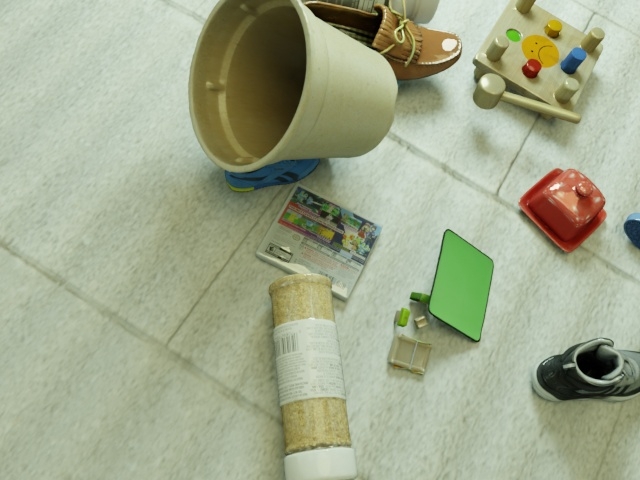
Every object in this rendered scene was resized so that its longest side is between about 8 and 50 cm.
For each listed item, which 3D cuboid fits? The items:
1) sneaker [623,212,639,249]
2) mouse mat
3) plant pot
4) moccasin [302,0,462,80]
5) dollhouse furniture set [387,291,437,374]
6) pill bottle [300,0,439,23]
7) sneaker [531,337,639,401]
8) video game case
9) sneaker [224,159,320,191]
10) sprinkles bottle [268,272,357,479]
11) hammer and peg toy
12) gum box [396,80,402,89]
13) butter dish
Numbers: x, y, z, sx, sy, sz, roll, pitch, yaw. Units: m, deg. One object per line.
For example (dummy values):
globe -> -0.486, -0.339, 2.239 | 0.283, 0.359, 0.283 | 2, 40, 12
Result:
sneaker -> 0.765, -0.003, 1.445 | 0.232, 0.081, 0.090 | 33, 62, -2
mouse mat -> 0.279, 0.088, 1.315 | 0.152, 0.007, 0.190 | 32, 61, -26
plant pot -> -0.028, -0.284, 1.264 | 0.305, 0.334, 0.334 | 0, 61, -45
moccasin -> 0.126, -0.446, 1.445 | 0.380, 0.147, 0.139 | 11, 61, -6
dollhouse furniture set -> 0.176, 0.175, 1.286 | 0.076, 0.058, 0.152 | 18, 83, -10
pill bottle -> 0.081, -0.596, 1.514 | 0.362, 0.210, 0.210 | 3, 65, -10
sneaker -> 0.545, 0.242, 1.249 | 0.268, 0.153, 0.101 | -3, 67, -12
video game case -> 0.000, 0.000, 1.334 | 0.201, 0.023, 0.183 | 26, 64, 3
sneaker -> -0.092, -0.157, 1.356 | 0.209, 0.082, 0.069 | -16, 68, -18
sprinkles bottle -> -0.017, 0.239, 1.166 | 0.121, 0.121, 0.355 | -2, 66, -11
hammer and peg toy -> 0.490, -0.390, 1.541 | 0.266, 0.127, 0.361 | 31, 64, 3
gum box -> 0.063, -0.343, 1.489 | 0.184, 0.041, 0.157 | 35, 64, 7
butter dish -> 0.533, -0.086, 1.415 | 0.160, 0.118, 0.160 | -37, 76, -22
